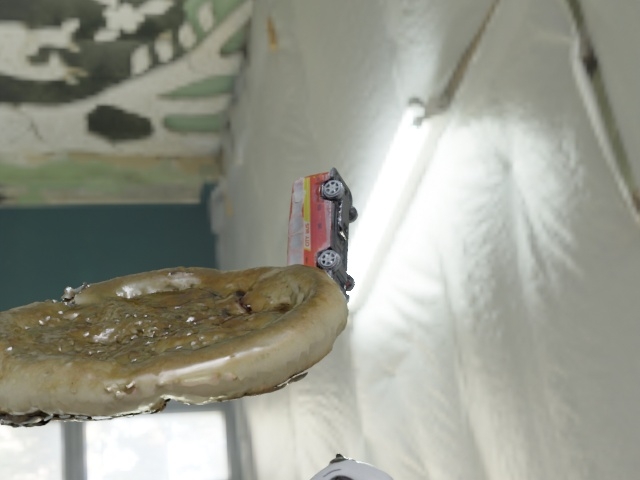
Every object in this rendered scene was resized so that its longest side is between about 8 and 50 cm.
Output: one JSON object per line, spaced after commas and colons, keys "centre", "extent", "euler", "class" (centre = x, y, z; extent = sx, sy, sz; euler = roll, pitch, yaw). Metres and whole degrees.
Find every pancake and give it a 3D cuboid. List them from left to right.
{"centre": [-0.171, 0.091, 1.250], "extent": [0.382, 0.382, 0.071], "euler": [-141, -139, -72], "class": "pancake"}

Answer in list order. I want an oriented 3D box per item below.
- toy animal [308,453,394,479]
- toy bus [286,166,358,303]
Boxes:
{"centre": [0.065, 0.444, 1.918], "extent": [0.235, 0.187, 0.165], "euler": [45, 7, 13], "class": "toy animal"}
{"centre": [0.000, 0.000, 1.599], "extent": [0.079, 0.077, 0.174], "euler": [56, 32, -56], "class": "toy bus"}
